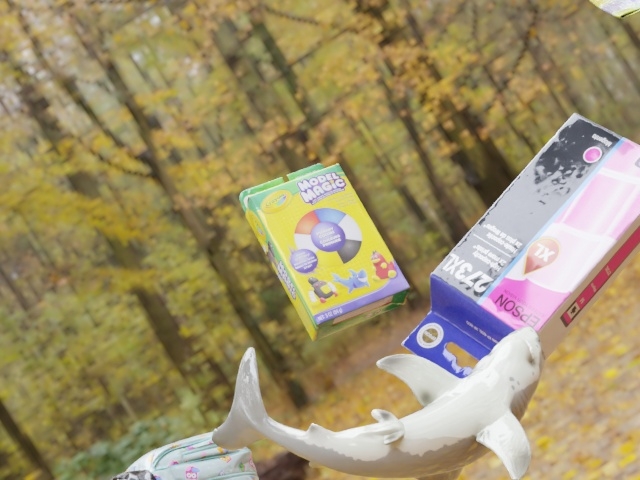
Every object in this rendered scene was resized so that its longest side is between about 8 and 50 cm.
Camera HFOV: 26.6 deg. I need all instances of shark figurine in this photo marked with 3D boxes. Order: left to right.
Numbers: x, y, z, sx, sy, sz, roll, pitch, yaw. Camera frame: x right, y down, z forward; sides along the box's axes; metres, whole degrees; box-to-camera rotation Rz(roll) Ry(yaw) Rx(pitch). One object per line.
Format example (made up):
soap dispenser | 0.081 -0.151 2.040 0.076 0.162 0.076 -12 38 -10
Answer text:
shark figurine | 0.058 0.166 1.071 0.278 0.166 0.116 -9 -47 -7

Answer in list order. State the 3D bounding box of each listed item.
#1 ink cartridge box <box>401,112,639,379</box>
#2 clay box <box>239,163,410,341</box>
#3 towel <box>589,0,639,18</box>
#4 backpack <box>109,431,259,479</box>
ink cartridge box | 0.268 0.021 1.666 0.371 0.176 0.069 -49 -40 -7
clay box | 0.000 0.000 1.651 0.127 0.222 0.053 -21 -24 -18
towel | 0.346 -0.276 1.537 0.060 0.009 0.083 -28 30 -1
backpack | -0.150 0.283 1.522 0.182 0.115 0.152 -12 -11 -38
